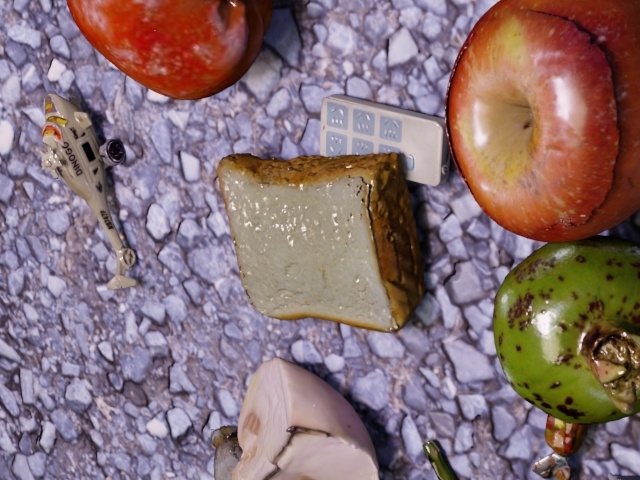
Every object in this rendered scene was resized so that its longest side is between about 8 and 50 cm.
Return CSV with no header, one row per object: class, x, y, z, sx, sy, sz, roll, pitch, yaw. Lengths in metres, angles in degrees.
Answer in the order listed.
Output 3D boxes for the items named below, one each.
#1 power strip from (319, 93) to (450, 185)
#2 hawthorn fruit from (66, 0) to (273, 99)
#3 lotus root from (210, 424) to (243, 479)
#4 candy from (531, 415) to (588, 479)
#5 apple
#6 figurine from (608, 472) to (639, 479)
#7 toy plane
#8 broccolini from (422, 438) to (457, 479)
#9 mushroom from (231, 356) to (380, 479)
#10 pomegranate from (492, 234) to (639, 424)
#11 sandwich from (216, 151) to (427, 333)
power strip,0.078,-0.122,1.776,0.192,0.035,0.081,17,114,33
hawthorn fruit,-0.171,-0.319,1.774,0.284,0.284,0.284,12,111,34
lotus root,-0.104,0.324,2.026,0.088,0.088,0.165,-40,69,38
candy,0.287,0.210,1.712,0.053,0.046,0.182,24,115,27
apple,0.256,-0.137,1.532,0.251,0.206,0.272,-2,100,48
figurine,0.303,0.334,1.685,0.193,0.140,0.265,45,116,-11
toy plane,-0.320,-0.071,2.058,0.092,0.108,0.286,-13,109,38
broccolini,0.193,0.364,1.829,0.071,0.057,0.254,-34,85,5
mushroom,-0.014,0.259,1.921,0.173,0.162,0.236,-94,26,-44
pomegranate,0.291,0.098,1.557,0.211,0.263,0.211,0,99,-3
sandwich,0.000,0.000,1.823,0.251,0.087,0.226,5,119,38
